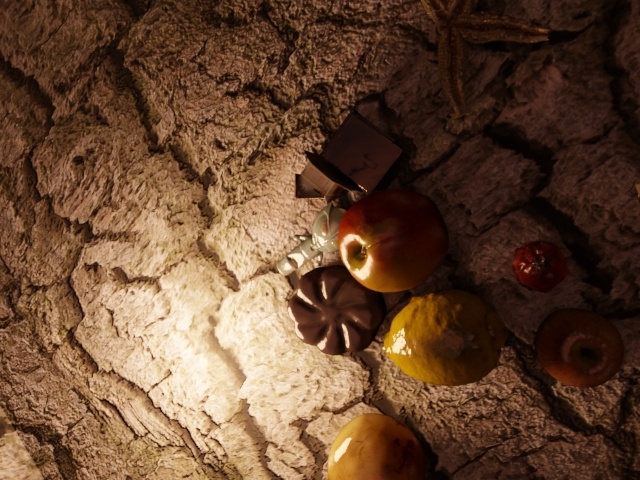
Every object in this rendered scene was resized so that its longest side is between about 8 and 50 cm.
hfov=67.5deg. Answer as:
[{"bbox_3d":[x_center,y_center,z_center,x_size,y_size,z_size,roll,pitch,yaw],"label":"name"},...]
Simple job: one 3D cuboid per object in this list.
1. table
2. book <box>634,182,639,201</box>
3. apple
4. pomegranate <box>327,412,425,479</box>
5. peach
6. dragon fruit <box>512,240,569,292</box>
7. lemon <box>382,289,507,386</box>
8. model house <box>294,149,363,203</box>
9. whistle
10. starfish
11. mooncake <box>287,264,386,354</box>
[{"bbox_3d":[0.143,-0.258,1.430,0.193,0.169,0.172,40,104,13],"label":"table"},{"bbox_3d":[0.974,-0.047,1.248,0.201,0.026,0.289,-21,87,19],"label":"book"},{"bbox_3d":[0.683,0.282,1.276,0.211,0.188,0.211,2,96,15],"label":"apple"},{"bbox_3d":[0.155,0.673,1.404,0.319,0.319,0.319,1,93,18],"label":"pomegranate"},{"bbox_3d":[0.215,-0.001,1.351,0.308,0.333,0.307,14,107,54],"label":"peach"},{"bbox_3d":[0.611,0.080,1.330,0.153,0.111,0.153,2,95,21],"label":"dragon fruit"},{"bbox_3d":[0.346,0.273,1.344,0.316,0.286,0.285,-26,83,60],"label":"lemon"},{"bbox_3d":[-0.002,-0.161,1.461,0.207,0.219,0.136,42,109,12],"label":"model house"},{"bbox_3d":[0.001,0.000,1.520,0.346,0.133,0.142,-37,122,26],"label":"whistle"},{"bbox_3d":[0.450,-0.603,1.358,0.324,0.082,0.431,-19,87,19],"label":"starfish"},{"bbox_3d":[0.047,0.215,1.496,0.306,0.154,0.305,0,91,16],"label":"mooncake"}]
